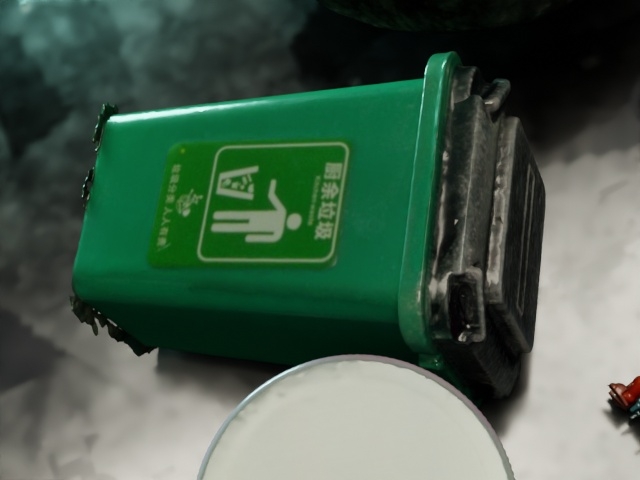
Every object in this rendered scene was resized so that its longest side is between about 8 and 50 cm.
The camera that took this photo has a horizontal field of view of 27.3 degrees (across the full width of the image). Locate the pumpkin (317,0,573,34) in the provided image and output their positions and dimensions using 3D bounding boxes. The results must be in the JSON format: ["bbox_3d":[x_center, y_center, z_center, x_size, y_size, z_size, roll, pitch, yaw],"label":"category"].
[{"bbox_3d":[0.128,-0.403,1.263,0.454,0.344,0.454,-4,60,7],"label":"pumpkin"}]

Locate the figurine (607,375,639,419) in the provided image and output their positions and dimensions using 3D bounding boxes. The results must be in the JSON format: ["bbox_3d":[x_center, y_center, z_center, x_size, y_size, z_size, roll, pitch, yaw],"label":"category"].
[{"bbox_3d":[0.333,0.118,1.183,0.140,0.068,0.075,-37,66,-5],"label":"figurine"}]

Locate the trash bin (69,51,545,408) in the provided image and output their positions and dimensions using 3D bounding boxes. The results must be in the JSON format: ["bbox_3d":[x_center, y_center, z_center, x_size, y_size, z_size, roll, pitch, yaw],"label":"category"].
[{"bbox_3d":[0.000,0.000,1.182,0.381,0.295,0.259,2,69,20],"label":"trash bin"}]

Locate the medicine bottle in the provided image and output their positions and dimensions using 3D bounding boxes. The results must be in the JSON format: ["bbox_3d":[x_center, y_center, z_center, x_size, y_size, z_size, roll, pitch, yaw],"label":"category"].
[{"bbox_3d":[0.038,0.244,1.081,0.252,0.241,0.252,-3,69,7],"label":"medicine bottle"}]
